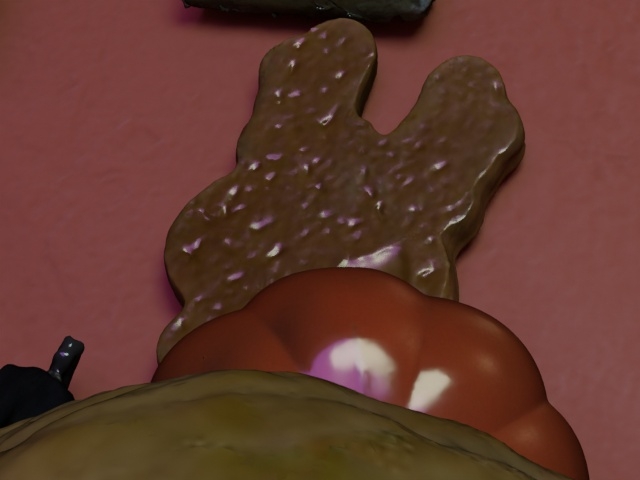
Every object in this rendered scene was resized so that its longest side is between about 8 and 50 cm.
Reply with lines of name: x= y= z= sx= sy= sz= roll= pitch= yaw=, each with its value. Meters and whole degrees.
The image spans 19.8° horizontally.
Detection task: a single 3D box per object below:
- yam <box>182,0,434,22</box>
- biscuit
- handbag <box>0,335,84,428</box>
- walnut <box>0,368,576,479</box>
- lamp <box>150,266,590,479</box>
yam: x=-0.002 y=-0.138 z=0.934 sx=0.132 sy=0.054 sz=0.054 roll=4 pitch=61 yaw=11
biscuit: x=0.003 y=0.002 z=0.863 sx=0.144 sy=0.040 sz=0.236 roll=16 pitch=65 yaw=24
handbag: x=-0.245 y=0.109 z=0.713 sx=0.302 sy=0.178 sz=0.275 roll=8 pitch=52 yaw=1
walnut: x=-0.012 y=0.192 z=0.510 sx=0.344 sy=0.306 sz=0.306 roll=26 pitch=62 yaw=-16
lamp: x=0.012 y=0.102 z=0.717 sx=0.188 sy=0.164 sz=0.187 roll=1 pitch=81 yaw=-6
